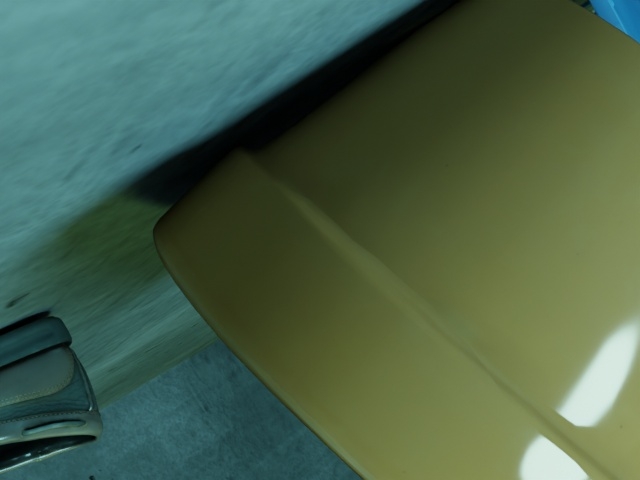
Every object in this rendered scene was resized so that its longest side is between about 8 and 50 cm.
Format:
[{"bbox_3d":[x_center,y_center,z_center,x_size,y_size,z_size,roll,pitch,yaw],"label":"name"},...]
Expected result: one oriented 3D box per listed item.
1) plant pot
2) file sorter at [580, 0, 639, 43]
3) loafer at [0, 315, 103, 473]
[{"bbox_3d":[0.092,0.012,0.514,0.203,0.291,0.291,-49,174,4],"label":"plant pot"},{"bbox_3d":[0.199,-0.102,0.740,0.104,0.118,0.170,-31,169,27],"label":"file sorter"},{"bbox_3d":[-0.234,0.129,0.565,0.267,0.084,0.096,-29,175,-42],"label":"loafer"}]
